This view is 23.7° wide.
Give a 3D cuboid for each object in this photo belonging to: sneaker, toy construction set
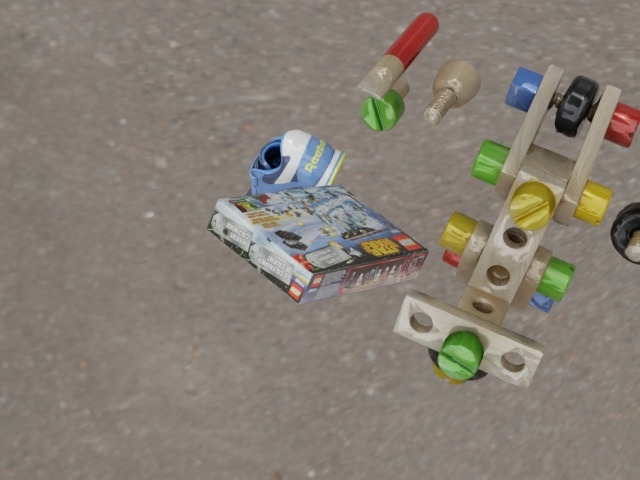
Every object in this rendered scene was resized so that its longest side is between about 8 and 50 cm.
[{"bbox_3d":[-0.035,-0.058,1.296,0.059,0.053,0.144,31,150,-18],"label":"sneaker"},{"bbox_3d":[0.136,-0.023,1.289,0.309,0.237,0.257,46,131,-6],"label":"toy construction set"}]

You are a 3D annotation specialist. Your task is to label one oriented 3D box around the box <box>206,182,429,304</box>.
[{"bbox_3d":[0.000,0.000,1.063,0.094,0.137,0.027,38,117,29],"label":"box"}]
